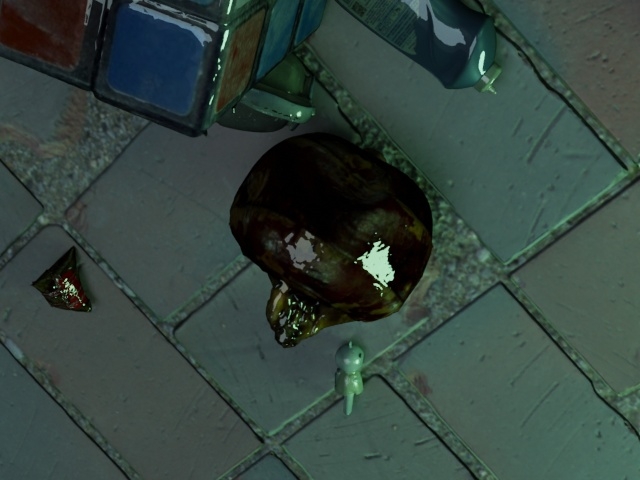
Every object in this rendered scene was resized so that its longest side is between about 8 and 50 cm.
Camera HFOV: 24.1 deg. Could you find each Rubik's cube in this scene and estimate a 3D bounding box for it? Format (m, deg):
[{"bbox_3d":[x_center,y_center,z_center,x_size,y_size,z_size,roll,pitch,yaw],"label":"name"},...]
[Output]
[{"bbox_3d":[-0.167,-0.358,1.437,0.359,0.362,0.363,23,121,7],"label":"Rubik's cube"}]

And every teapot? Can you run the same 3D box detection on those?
[{"bbox_3d":[-0.055,-0.169,1.613,0.108,0.111,0.149,20,165,-9],"label":"teapot"}]

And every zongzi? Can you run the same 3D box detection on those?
[{"bbox_3d":[-0.330,0.056,1.858,0.067,0.073,0.083,15,119,35],"label":"zongzi"}]

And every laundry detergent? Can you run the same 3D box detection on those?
[{"bbox_3d":[0.110,-0.227,1.556,0.206,0.061,0.096,41,119,-1],"label":"laundry detergent"}]

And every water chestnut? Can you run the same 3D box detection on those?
[{"bbox_3d":[0.000,0.000,1.612,0.224,0.223,0.238,31,89,6],"label":"water chestnut"}]

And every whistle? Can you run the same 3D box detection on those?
[{"bbox_3d":[0.034,0.163,1.785,0.035,0.035,0.100,11,118,17],"label":"whistle"}]
